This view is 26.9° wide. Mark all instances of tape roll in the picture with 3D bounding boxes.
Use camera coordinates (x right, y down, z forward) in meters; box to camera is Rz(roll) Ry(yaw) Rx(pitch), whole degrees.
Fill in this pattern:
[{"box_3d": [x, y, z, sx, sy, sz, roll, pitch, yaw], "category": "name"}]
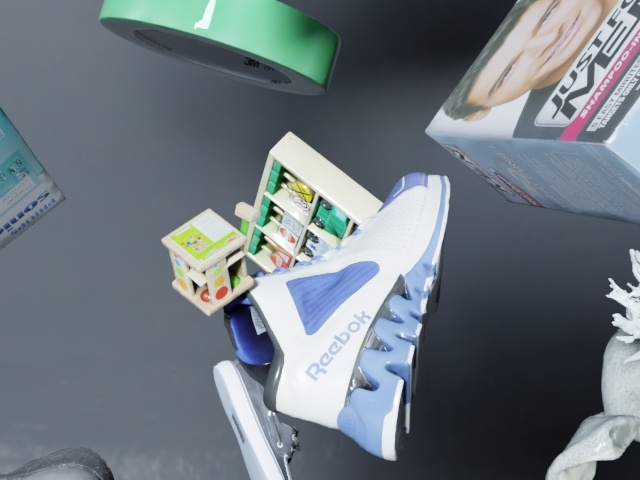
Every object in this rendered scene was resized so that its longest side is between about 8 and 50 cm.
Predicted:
[{"box_3d": [-0.134, -0.281, 1.811, 0.321, 0.321, 0.077, 17, 88, -20], "category": "tape roll"}]

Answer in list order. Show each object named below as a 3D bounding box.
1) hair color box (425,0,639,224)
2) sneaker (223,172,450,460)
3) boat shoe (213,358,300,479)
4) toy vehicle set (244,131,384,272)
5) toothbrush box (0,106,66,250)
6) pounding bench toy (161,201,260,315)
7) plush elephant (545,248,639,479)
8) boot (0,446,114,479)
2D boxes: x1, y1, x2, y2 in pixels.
[{"box_3d": [0.233, -0.123, 1.070, 0.114, 0.374, 0.185, 37, 86, -14], "category": "hair color box"}, {"box_3d": [0.013, 0.048, 1.221, 0.182, 0.315, 0.127, 10, 133, 9], "category": "sneaker"}, {"box_3d": [-0.064, 0.253, 1.724, 0.076, 0.228, 0.080, -18, 159, -20], "category": "boat shoe"}, {"box_3d": [0.000, 0.000, 1.492, 0.166, 0.035, 0.267, 38, 156, 8], "category": "toy vehicle set"}, {"box_3d": [-0.395, -0.065, 1.262, 0.216, 0.126, 0.295, -40, 163, -10], "category": "toothbrush box"}, {"box_3d": [-0.083, 0.013, 1.144, 0.083, 0.052, 0.065, -35, 141, -25], "category": "pounding bench toy"}, {"box_3d": [0.322, 0.133, 1.042, 0.330, 0.255, 0.272, 39, 84, -2], "category": "plush elephant"}, {"box_3d": [-0.409, 0.358, 1.541, 0.338, 0.222, 0.118, -26, 105, 13], "category": "boot"}]
